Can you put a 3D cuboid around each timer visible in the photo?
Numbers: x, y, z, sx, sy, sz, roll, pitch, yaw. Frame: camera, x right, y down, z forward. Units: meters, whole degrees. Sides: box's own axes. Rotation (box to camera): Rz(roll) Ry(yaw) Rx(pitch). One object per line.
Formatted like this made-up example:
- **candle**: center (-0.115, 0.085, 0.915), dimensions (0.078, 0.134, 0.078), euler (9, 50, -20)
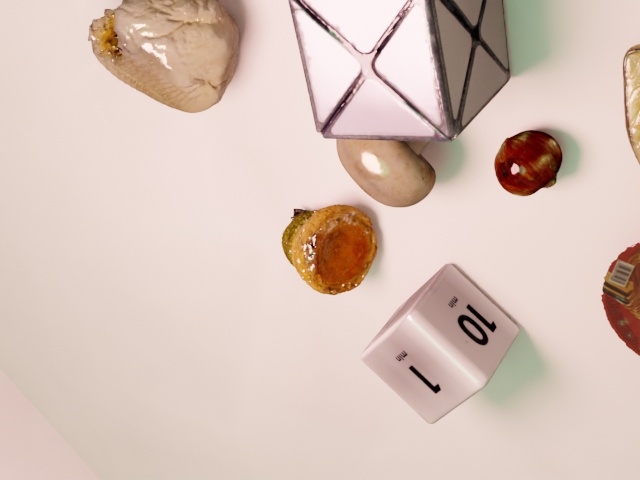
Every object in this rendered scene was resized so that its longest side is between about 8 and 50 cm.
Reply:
- **timer**: center (0.228, 0.197, 1.769), dimensions (0.195, 0.192, 0.194), euler (43, 134, 3)

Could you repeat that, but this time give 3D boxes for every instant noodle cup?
- **instant noodle cup**: center (0.605, 0.088, 1.507), dimensions (0.274, 0.091, 0.274), euler (17, 127, 24)

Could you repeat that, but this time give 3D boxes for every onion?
- **onion**: center (0.344, -0.125, 1.534), dimensions (0.118, 0.118, 0.117), euler (34, 129, 11)

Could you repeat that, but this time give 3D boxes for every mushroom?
- **mushroom**: center (0.136, -0.165, 1.614), dimensions (0.204, 0.204, 0.204), euler (18, 128, 24)

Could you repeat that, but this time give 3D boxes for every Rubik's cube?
- **Rubik's cube**: center (0.128, -0.315, 1.448), dimensions (0.259, 0.260, 0.255), euler (6, 122, 34)

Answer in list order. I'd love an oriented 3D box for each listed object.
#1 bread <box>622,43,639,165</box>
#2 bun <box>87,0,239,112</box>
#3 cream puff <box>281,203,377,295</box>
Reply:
- **bread**: center (0.502, -0.198, 1.410), dimensions (0.073, 0.053, 0.214), euler (-3, 115, 31)
- **bun**: center (-0.269, -0.373, 1.719), dimensions (0.281, 0.205, 0.281), euler (30, 170, 6)
- **cream puff**: center (0.000, 0.000, 1.837), dimensions (0.169, 0.183, 0.183), euler (29, 138, 51)
